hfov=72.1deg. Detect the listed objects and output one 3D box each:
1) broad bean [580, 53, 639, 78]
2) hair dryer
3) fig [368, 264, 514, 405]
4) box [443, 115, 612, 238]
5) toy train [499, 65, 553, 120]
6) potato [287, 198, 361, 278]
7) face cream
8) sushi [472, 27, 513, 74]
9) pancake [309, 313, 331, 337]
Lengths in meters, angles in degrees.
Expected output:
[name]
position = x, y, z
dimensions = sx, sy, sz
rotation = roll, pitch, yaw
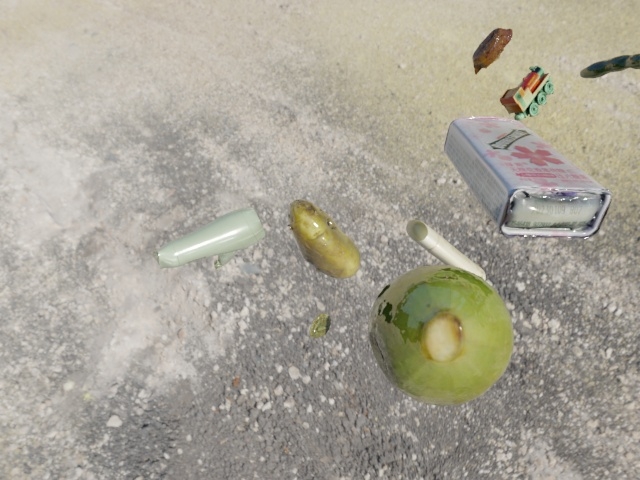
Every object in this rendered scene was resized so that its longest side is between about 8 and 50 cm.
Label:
[broad bean]
position = 0.879, -0.520, 1.305
dimensions = 0.065, 0.046, 0.254
rotation = -48, 19, 0
[hair dryer]
position = -0.226, 0.028, 0.900
dimensions = 0.206, 0.237, 0.076
rotation = -23, 77, -21
[fig]
position = 0.163, 0.129, 0.635
dimensions = 0.207, 0.230, 0.207
rotation = -19, 58, 32
[box]
position = 0.395, -0.142, 0.894
dimensions = 0.190, 0.112, 0.370
rotation = 0, 33, -4
[toy train]
position = 0.644, -0.459, 1.356
dimensions = 0.176, 0.118, 0.074
rotation = -52, 27, -8
[potato]
position = 0.000, 0.000, 1.319
dimensions = 0.141, 0.296, 0.191
rotation = -43, 25, -13
[face cream]
position = 0.500, 0.047, 1.765
dimensions = 0.081, 0.348, 0.173
rotation = -52, 12, 10
[sushi]
position = 0.409, -0.453, 1.051
dimensions = 0.118, 0.060, 0.062
rotation = -40, 44, 37
[pancake]
position = 0.000, 0.327, 1.674
dimensions = 0.108, 0.108, 0.017
rotation = -43, 44, -18
